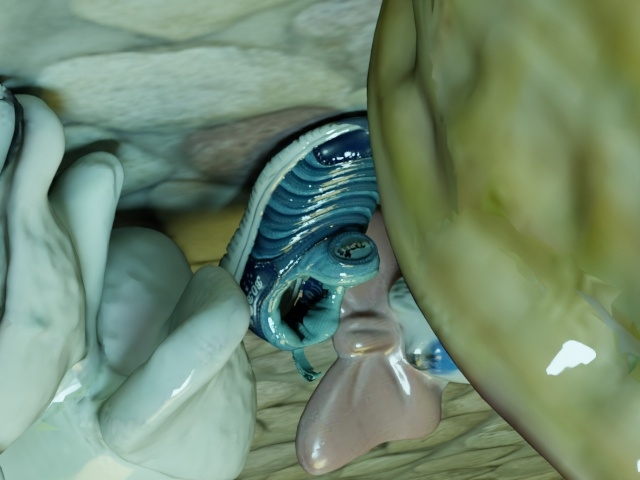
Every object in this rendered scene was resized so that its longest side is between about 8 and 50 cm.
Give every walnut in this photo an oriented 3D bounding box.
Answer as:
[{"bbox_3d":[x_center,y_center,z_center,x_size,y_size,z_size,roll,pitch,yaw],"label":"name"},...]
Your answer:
[{"bbox_3d":[0.183,-0.024,0.508,0.306,0.344,0.306,-36,167,-10],"label":"walnut"}]

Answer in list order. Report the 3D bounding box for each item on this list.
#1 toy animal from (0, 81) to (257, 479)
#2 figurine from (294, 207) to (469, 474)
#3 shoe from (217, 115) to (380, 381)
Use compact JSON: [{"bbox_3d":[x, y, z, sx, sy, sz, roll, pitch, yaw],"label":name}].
[{"bbox_3d":[-0.134,0.060,0.799,0.289,0.174,0.249,6,154,-44],"label":"toy animal"},{"bbox_3d":[0.180,0.024,0.982,0.421,0.154,0.193,-7,175,-30],"label":"figurine"},{"bbox_3d":[0.000,0.000,0.853,0.064,0.071,0.143,-5,133,-46],"label":"shoe"}]
